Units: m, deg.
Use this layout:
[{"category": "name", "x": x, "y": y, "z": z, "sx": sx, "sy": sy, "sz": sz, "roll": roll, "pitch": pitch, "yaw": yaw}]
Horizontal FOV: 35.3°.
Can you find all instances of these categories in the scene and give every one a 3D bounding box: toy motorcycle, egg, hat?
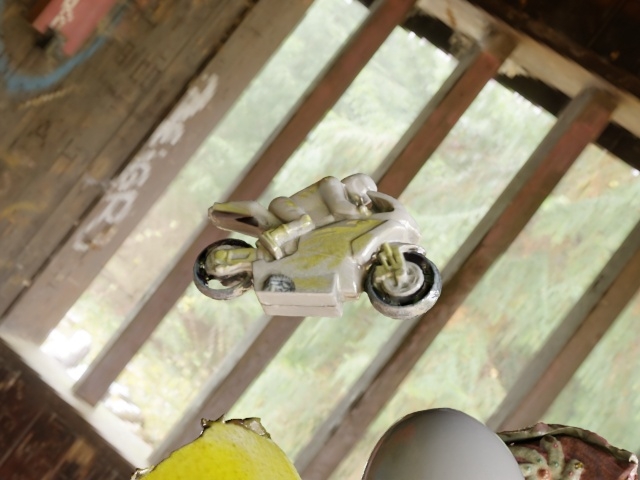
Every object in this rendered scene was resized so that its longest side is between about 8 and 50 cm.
[{"category": "toy motorcycle", "x": 0.000, "y": 0.000, "z": 1.336, "sx": 0.341, "sy": 0.222, "sz": 0.107, "roll": 2, "pitch": -34, "yaw": 17}, {"category": "egg", "x": 0.126, "y": 0.288, "z": 1.006, "sx": 0.176, "sy": 0.176, "sz": 0.231, "roll": 42, "pitch": 37, "yaw": -57}, {"category": "hat", "x": 0.255, "y": 0.329, "z": 1.315, "sx": 0.107, "sy": 0.236, "sz": 0.286, "roll": 47, "pitch": -13, "yaw": -30}]

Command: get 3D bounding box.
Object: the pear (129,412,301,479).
[{"category": "pear", "x": -0.056, "y": 0.276, "z": 0.712, "sx": 0.178, "sy": 0.266, "sz": 0.267, "roll": 24, "pitch": -10, "yaw": 31}]
